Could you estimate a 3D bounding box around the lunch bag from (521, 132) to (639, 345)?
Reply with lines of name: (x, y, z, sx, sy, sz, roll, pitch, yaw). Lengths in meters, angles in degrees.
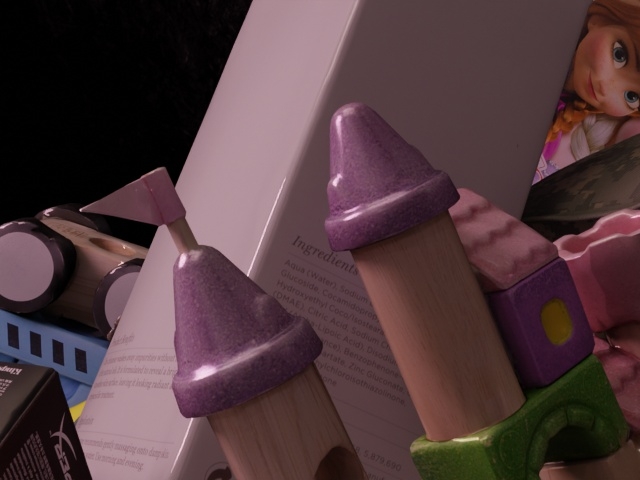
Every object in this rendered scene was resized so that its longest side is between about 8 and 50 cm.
lunch bag: (0.230, 0.007, 0.822, 0.235, 0.169, 0.287, -27, 12, -32)

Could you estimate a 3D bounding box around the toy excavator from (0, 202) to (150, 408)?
toy excavator: (-0.384, 0.172, 1.554, 0.433, 0.445, 0.222, 19, 8, 2)

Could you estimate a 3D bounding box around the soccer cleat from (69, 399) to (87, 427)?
soccer cleat: (-0.241, 0.212, 1.291, 0.289, 0.093, 0.121, -15, 39, 26)

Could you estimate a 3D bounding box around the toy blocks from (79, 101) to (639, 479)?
toy blocks: (0.082, 0.054, 0.498, 0.289, 0.260, 0.309, -27, 7, -41)

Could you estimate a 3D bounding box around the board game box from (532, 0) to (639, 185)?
board game box: (0.245, -0.100, 1.003, 0.318, 0.318, 0.066, -18, 9, 47)

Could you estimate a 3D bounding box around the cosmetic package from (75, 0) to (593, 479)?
cosmetic package: (0.000, 0.000, 0.787, 0.217, 0.156, 0.385, -9, 55, 64)

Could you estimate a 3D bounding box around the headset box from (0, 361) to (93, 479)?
headset box: (-0.263, 0.176, 0.557, 0.218, 0.110, 0.293, 4, 36, 19)

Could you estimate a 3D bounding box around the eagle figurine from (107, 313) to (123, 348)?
eagle figurine: (-0.039, 0.062, 1.232, 0.226, 0.225, 0.298, -49, 5, 40)
